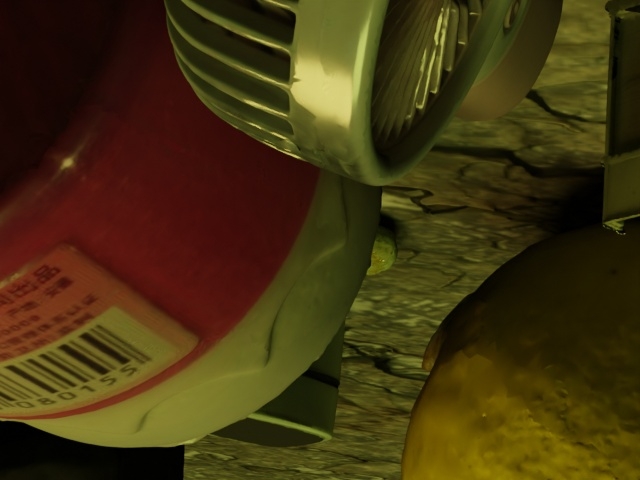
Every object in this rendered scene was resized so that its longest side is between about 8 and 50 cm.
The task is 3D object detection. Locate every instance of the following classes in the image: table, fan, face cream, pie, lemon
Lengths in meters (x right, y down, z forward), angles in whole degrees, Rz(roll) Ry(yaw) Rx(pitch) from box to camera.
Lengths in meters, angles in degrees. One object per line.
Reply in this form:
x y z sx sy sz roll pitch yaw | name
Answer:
0.142 -0.042 0.638 0.062 0.083 0.079 19 158 -35 | table
0.031 -0.077 0.521 0.074 0.130 0.244 22 -178 15 | fan
-0.088 -0.037 0.577 0.175 0.175 0.195 0 161 20 | face cream
0.000 0.000 0.945 0.085 0.017 0.085 7 163 2 | pie
0.146 0.097 0.865 0.219 0.240 0.240 36 162 1 | lemon

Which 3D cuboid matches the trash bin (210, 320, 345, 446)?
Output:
-0.043 0.013 0.805 0.116 0.130 0.059 17 160 -34 | trash bin

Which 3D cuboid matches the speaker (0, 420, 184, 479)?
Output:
-0.179 0.161 1.053 0.184 0.180 0.388 3 -176 1 | speaker
